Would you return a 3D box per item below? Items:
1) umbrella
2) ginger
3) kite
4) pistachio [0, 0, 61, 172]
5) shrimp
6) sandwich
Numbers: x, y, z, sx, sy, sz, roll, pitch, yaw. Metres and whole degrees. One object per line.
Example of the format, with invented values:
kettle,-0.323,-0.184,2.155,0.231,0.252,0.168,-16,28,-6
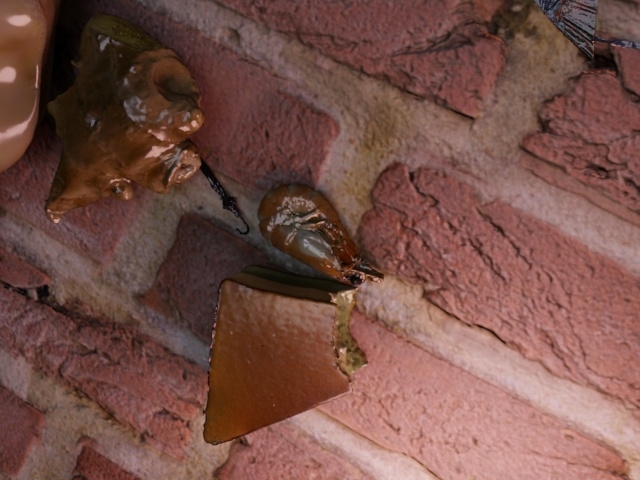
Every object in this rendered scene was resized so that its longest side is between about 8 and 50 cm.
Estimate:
umbrella,-0.133,-0.070,0.936,0.149,0.022,0.022,59,146,7
ginger,-0.254,-0.129,0.906,0.219,0.123,0.270,36,117,10
kite,0.289,-0.288,0.777,0.160,0.010,0.183,6,102,14
pistachio,-0.501,-0.238,0.867,0.445,0.281,0.365,-38,117,26
shrimp,0.000,0.000,0.898,0.184,0.043,0.091,40,105,6
sandwich,-0.040,0.159,0.905,0.186,0.108,0.220,12,102,14
